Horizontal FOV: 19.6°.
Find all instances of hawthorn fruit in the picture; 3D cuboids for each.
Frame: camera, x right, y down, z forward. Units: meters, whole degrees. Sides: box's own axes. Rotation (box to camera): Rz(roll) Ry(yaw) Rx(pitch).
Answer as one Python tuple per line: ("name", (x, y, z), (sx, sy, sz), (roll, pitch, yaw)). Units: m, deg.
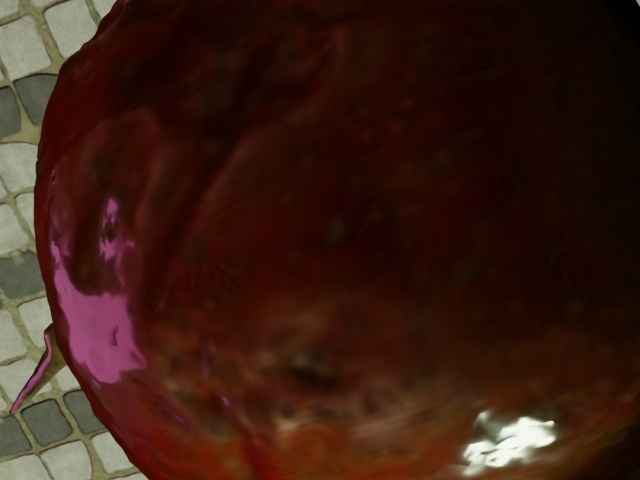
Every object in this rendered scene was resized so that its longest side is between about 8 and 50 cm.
("hawthorn fruit", (0.022, -0.008, 0.690), (0.258, 0.261, 0.258), (12, -90, -89))

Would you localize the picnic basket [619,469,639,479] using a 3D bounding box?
("picnic basket", (0.210, 0.112, 0.687), (0.139, 0.266, 0.165), (45, -154, -20))
